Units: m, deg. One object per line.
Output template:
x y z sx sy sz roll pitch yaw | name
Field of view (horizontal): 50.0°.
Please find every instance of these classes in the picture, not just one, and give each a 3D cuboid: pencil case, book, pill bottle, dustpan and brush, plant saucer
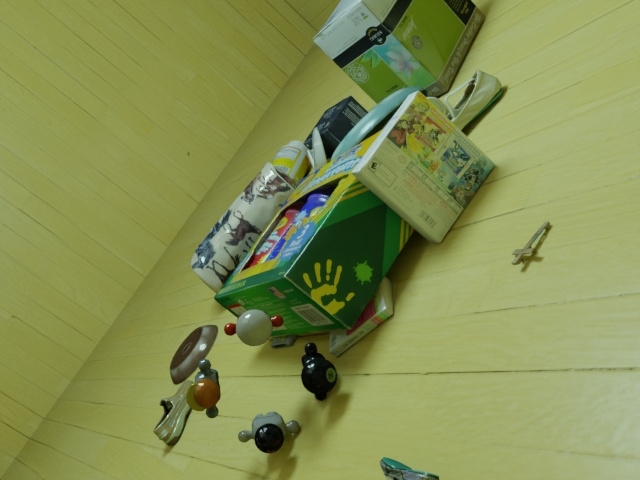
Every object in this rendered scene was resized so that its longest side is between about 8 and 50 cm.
-0.212 -0.023 2.020 0.410 0.183 0.160 -51 37 0 | pencil case
0.072 0.137 1.250 0.144 0.035 0.096 -41 23 26 | book
-0.107 -0.234 2.265 0.117 0.117 0.215 -32 25 43 | pill bottle
-0.011 -0.217 2.063 0.060 0.147 0.211 -13 56 -7 | dustpan and brush
-0.365 0.311 1.931 0.198 0.036 0.198 -44 19 20 | plant saucer
0.131 -0.263 1.669 0.318 0.043 0.317 -42 -6 -6 | plant saucer

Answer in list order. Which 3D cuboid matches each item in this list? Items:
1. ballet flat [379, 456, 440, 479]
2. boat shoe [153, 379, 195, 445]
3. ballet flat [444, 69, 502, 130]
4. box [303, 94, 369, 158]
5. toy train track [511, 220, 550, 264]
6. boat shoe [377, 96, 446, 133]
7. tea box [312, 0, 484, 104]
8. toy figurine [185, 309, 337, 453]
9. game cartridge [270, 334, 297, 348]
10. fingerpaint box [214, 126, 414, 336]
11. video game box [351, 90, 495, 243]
0.104 0.297 0.849 0.041 0.041 0.114 -57 18 -19 | ballet flat
-0.354 0.401 1.663 0.068 0.072 0.190 -41 20 26 | boat shoe
0.279 -0.261 1.468 0.248 0.086 0.086 -49 18 5 | ballet flat
0.050 -0.352 2.169 0.158 0.093 0.156 -57 20 -24 | box
0.305 0.007 0.988 0.083 0.014 0.048 -48 10 -14 | toy train track
0.162 -0.220 1.612 0.319 0.116 0.099 -48 21 22 | boat shoe
0.215 -0.564 1.825 0.220 0.323 0.329 -23 31 53 | tea box
-0.099 0.237 1.163 0.209 0.213 0.148 -51 4 -6 | toy figurine
-0.074 0.206 1.484 0.083 0.017 0.056 -22 29 55 | game cartridge
0.000 0.000 1.412 0.371 0.163 0.445 -55 14 -22 | fingerpaint box
0.186 -0.129 1.227 0.187 0.205 0.048 -52 17 -9 | video game box
